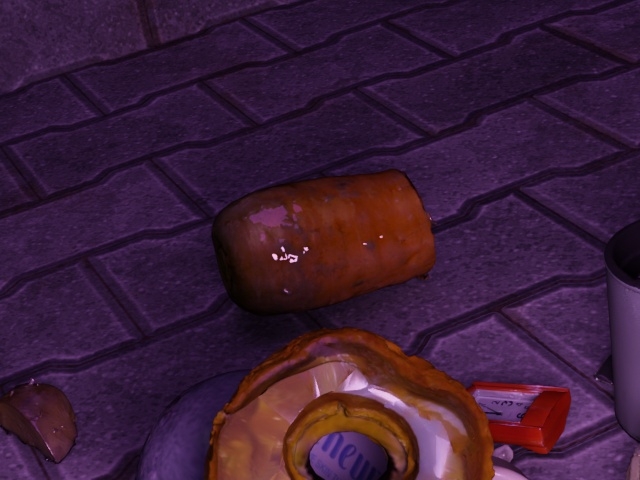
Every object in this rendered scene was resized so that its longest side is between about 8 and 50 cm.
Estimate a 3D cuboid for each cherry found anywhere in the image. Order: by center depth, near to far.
[{"bbox_3d":[-0.113,0.288,1.821,0.255,0.218,0.296,-6,32,41],"label":"cherry"}]

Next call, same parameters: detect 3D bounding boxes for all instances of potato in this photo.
[{"bbox_3d":[-0.422,0.257,2.116,0.101,0.089,0.172,-26,30,-31],"label":"potato"}]

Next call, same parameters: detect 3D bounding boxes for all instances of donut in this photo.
[{"bbox_3d":[0.032,0.243,1.547,0.330,0.160,0.329,2,67,-4],"label":"donut"}]

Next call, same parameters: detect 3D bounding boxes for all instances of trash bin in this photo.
[{"bbox_3d":[0.497,0.122,1.868,0.277,0.262,0.217,11,35,35],"label":"trash bin"}]

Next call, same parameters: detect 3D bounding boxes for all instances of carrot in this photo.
[{"bbox_3d":[0.000,0.000,2.304,0.341,0.224,0.224,-16,29,-12],"label":"carrot"}]

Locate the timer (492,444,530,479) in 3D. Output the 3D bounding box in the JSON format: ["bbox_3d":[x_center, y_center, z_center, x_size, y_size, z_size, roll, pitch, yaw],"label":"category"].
[{"bbox_3d":[0.190,0.321,1.763,0.175,0.175,0.266,-9,12,2],"label":"timer"}]

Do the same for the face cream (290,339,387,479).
[{"bbox_3d":[-0.053,0.351,1.662,0.137,0.235,0.420,-21,31,53],"label":"face cream"}]

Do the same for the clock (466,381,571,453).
[{"bbox_3d":[0.258,0.248,1.934,0.155,0.061,0.113,3,26,31],"label":"clock"}]

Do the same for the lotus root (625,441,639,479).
[{"bbox_3d":[0.432,0.283,1.736,0.143,0.144,0.070,-15,19,-27],"label":"lotus root"}]
